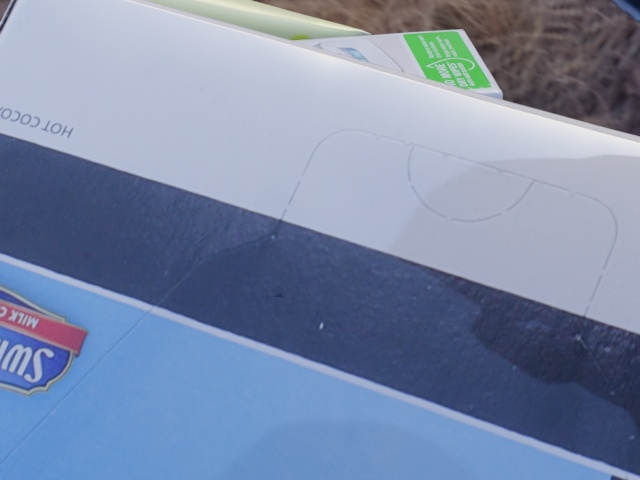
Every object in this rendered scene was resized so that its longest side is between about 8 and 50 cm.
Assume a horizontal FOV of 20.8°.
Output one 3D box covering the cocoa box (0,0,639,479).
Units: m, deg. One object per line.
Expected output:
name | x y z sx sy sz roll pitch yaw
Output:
cocoa box | 0.038 0.096 0.575 0.347 0.231 0.228 18 75 22

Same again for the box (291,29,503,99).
box | 0.000 0.000 1.229 0.231 0.127 0.262 -5 118 -7

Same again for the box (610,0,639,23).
box | 0.093 -0.255 0.201 0.212 0.395 0.293 40 76 17

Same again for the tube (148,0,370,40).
tube | -0.086 -0.165 1.369 0.070 0.240 0.062 24 99 68
